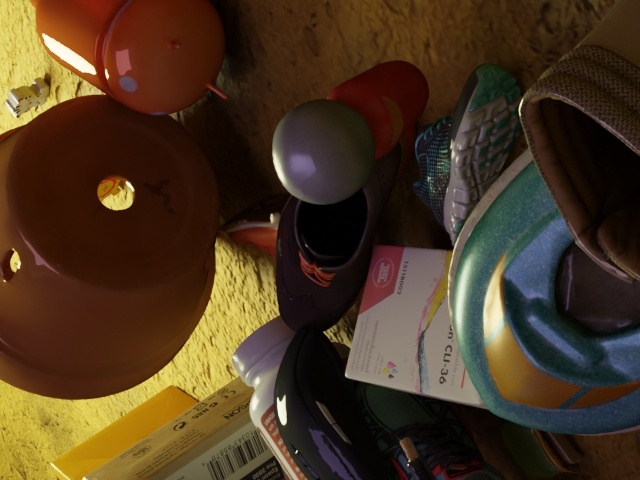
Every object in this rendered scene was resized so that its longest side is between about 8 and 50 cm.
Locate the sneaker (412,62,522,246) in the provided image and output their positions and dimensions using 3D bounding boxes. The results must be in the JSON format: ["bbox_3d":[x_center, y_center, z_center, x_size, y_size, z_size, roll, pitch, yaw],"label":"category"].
[{"bbox_3d":[0.100,-0.070,0.992,0.076,0.065,0.166,44,146,30],"label":"sneaker"}]

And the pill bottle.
[{"bbox_3d":[0.010,0.177,1.272,0.216,0.121,0.121,54,150,19],"label":"pill bottle"}]

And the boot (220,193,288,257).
[{"bbox_3d":[-0.035,0.001,1.261,0.158,0.059,0.084,-1,122,55],"label":"boot"}]

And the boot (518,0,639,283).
[{"bbox_3d":[0.226,-0.034,0.668,0.262,0.203,0.095,49,148,-15],"label":"boot"}]

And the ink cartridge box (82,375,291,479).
[{"bbox_3d":[-0.115,0.285,1.456,0.088,0.235,0.193,10,126,53],"label":"ink cartridge box"}]

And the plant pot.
[{"bbox_3d":[-0.223,-0.011,1.292,0.291,0.291,0.203,55,149,6],"label":"plant pot"}]

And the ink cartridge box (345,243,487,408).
[{"bbox_3d":[0.116,0.069,1.028,0.198,0.067,0.115,4,79,51],"label":"ink cartridge box"}]

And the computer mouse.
[{"bbox_3d":[0.025,0.182,1.107,0.262,0.060,0.184,67,155,17],"label":"computer mouse"}]

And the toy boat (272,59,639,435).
[{"bbox_3d":[0.121,-0.001,0.857,0.318,0.148,0.267,36,130,10],"label":"toy boat"}]

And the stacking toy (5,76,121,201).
[{"bbox_3d":[-0.317,-0.073,1.612,0.167,0.052,0.221,49,149,16],"label":"stacking toy"}]

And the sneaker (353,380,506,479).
[{"bbox_3d":[0.117,0.201,1.120,0.262,0.104,0.125,57,159,22],"label":"sneaker"}]

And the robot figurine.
[{"bbox_3d":[-0.175,-0.194,1.215,0.219,0.128,0.158,33,128,36],"label":"robot figurine"}]

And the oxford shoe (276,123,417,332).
[{"bbox_3d":[0.000,0.000,1.121,0.097,0.098,0.271,24,135,8],"label":"oxford shoe"}]

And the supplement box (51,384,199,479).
[{"bbox_3d":[-0.203,0.327,1.668,0.129,0.191,0.194,25,137,44],"label":"supplement box"}]

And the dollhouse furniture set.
[{"bbox_3d":[0.147,0.149,1.124,0.151,0.058,0.076,55,150,6],"label":"dollhouse furniture set"}]
